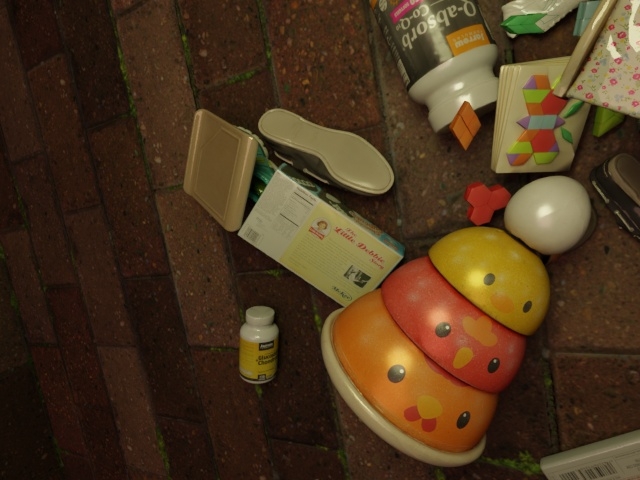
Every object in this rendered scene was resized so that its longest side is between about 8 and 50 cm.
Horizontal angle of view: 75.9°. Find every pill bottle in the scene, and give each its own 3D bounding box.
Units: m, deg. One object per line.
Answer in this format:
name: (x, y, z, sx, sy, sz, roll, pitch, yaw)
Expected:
pill bottle: (-0.162, 0.273, 1.083, 0.103, 0.103, 0.184, 11, 107, 26)
pill bottle: (0.207, -0.341, 0.713, 0.162, 0.162, 0.278, -24, 89, 30)

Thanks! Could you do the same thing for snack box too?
snack box: (0.000, 0.000, 0.902, 0.322, 0.060, 0.187, 35, 117, -5)

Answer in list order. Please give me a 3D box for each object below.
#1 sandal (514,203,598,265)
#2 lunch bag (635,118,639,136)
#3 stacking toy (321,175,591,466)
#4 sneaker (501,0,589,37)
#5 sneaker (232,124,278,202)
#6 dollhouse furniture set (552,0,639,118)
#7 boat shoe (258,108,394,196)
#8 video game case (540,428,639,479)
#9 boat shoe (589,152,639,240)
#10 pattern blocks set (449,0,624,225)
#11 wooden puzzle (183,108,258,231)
sandal: (0.389, 0.010, 0.741, 0.219, 0.060, 0.090, -33, 97, 30)
lunch bag: (0.493, -0.319, 0.464, 0.239, 0.328, 0.386, -4, 97, 34)
stacking toy: (0.251, 0.093, 0.697, 0.350, 0.350, 0.480, 38, 110, 16)
sneaker: (0.383, -0.379, 0.677, 0.152, 0.053, 0.061, 0, 110, 35)
sneaker: (-0.173, -0.176, 0.987, 0.275, 0.110, 0.107, 48, 119, 12)
dollhouse furniture set: (0.280, -0.210, 0.339, 0.303, 0.174, 0.356, 34, 119, 28)
boat shoe: (0.013, -0.187, 0.907, 0.335, 0.095, 0.112, 31, 78, 16)
video game case: (0.638, 0.484, 0.734, 0.329, 0.036, 0.300, -38, 82, 29)
boat shoe: (0.525, -0.047, 0.676, 0.206, 0.075, 0.065, 56, 163, 1)
pattern blocks set: (0.351, -0.191, 0.656, 0.285, 0.026, 0.325, -16, 119, 2)
wooden puzzle: (-0.233, -0.166, 0.951, 0.238, 0.044, 0.221, 35, 118, 37)
